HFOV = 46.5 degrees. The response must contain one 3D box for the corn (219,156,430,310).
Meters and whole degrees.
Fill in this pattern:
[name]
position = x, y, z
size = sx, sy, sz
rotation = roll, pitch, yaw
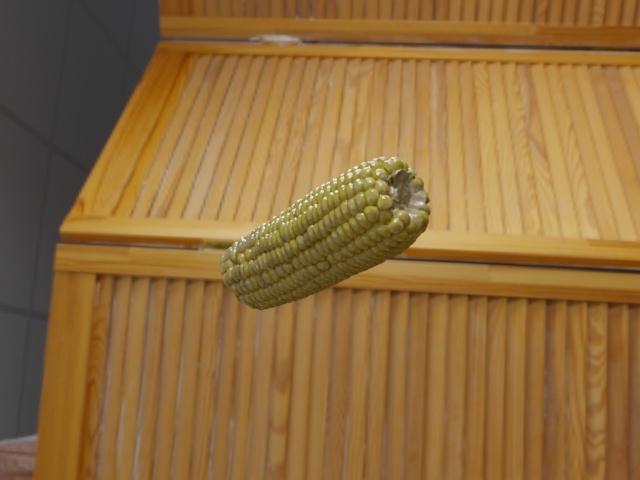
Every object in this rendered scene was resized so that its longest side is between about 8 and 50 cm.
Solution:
[corn]
position = 0.000, 0.000, 0.727
size = 0.244, 0.093, 0.093
rotation = -28, 45, 43
